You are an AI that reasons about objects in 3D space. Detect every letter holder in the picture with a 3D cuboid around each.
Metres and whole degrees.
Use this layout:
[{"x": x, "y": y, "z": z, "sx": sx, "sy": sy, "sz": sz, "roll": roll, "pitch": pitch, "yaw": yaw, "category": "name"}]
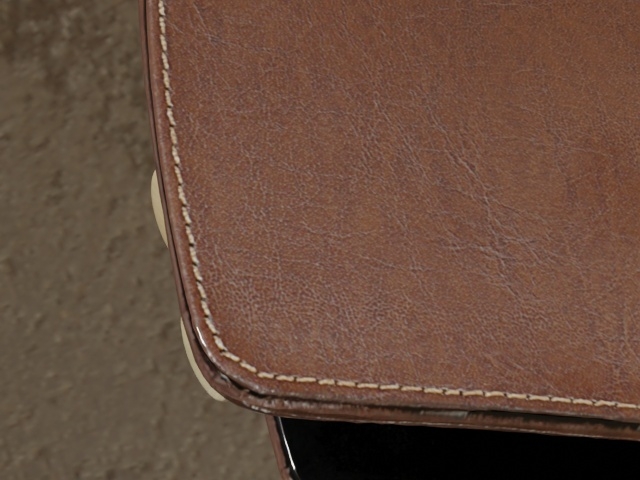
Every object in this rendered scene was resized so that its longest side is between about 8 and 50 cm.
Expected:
[{"x": 0.027, "y": -0.040, "z": 0.538, "sx": 0.214, "sy": 0.152, "sz": 0.301, "roll": 7, "pitch": 56, "yaw": -18, "category": "letter holder"}]

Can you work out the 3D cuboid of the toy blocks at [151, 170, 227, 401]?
[{"x": 0.000, "y": 0.000, "z": 0.767, "sx": 0.148, "sy": 0.054, "sz": 0.123, "roll": -19, "pitch": 108, "yaw": -26, "category": "toy blocks"}]
